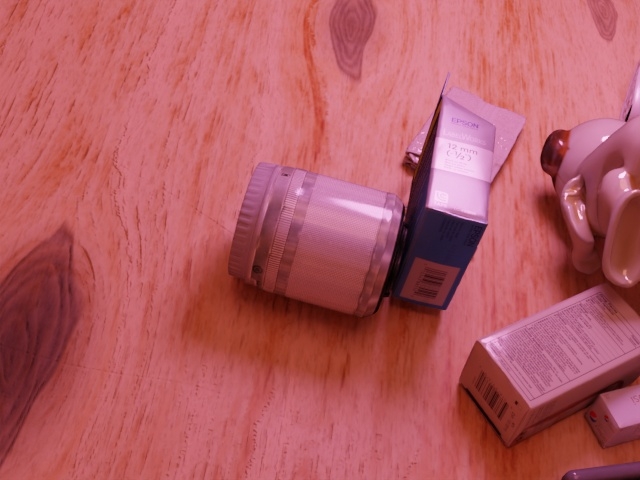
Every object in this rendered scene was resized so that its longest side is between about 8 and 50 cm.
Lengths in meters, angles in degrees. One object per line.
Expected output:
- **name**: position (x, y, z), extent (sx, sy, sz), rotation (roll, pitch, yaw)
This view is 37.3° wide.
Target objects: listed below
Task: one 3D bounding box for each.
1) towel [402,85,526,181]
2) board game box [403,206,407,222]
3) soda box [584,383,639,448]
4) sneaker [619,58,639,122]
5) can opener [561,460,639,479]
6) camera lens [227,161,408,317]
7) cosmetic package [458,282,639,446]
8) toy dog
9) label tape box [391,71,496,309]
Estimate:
- **towel**: position (0.304, -0.212, 1.977), extent (0.187, 0.049, 0.282), rotation (27, 50, 9)
- **board game box**: position (0.213, -0.018, 1.807), extent (0.154, 0.026, 0.103), rotation (1, 51, -12)
- **soda box**: position (0.563, 0.283, 1.599), extent (0.216, 0.074, 0.069), rotation (-10, 53, -20)
- **sneaker**: position (0.819, -0.327, 2.130), extent (0.236, 0.130, 0.323), rotation (21, 44, 11)
- **can opener**: position (0.524, 0.378, 1.507), extent (0.280, 0.093, 0.074), rotation (-5, 53, -10)
- **camera lens**: position (0.000, 0.000, 1.618), extent (0.274, 0.219, 0.219), rotation (15, 49, 1)
- **cosmetic package**: position (0.401, 0.205, 1.594), extent (0.296, 0.129, 0.153), rotation (-19, 55, -25)
- **toy dog**: position (0.557, -0.113, 1.743), extent (0.284, 0.396, 0.408), rotation (-11, 12, -7)
- **label tape box**: position (0.225, -0.090, 1.685), extent (0.115, 0.249, 0.348), rotation (16, 50, 1)
